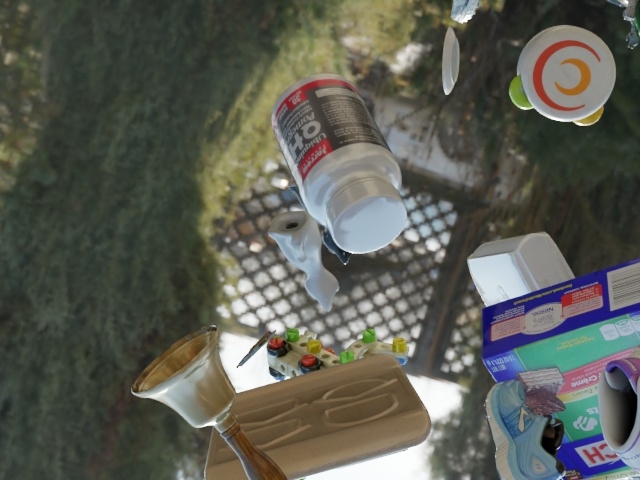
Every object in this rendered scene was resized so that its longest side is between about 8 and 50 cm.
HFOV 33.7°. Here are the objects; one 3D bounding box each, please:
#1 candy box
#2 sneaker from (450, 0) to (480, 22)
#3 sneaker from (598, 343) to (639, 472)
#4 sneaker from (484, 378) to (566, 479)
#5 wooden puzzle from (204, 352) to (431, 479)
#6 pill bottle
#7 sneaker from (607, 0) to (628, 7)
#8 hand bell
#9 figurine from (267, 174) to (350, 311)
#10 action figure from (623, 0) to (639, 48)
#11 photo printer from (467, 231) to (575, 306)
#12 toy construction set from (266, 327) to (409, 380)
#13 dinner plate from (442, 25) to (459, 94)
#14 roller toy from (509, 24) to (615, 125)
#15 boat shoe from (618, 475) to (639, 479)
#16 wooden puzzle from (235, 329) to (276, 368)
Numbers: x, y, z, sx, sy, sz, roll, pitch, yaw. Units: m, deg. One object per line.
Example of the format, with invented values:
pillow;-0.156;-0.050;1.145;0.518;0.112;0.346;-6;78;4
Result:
candy box;0.421;0.204;1.543;0.268;0.122;0.317;-21;123;26
sneaker;0.306;-0.598;2.278;0.122;0.110;0.283;15;141;4
sneaker;0.419;0.139;1.278;0.161;0.282;0.102;31;160;-35
sneaker;0.218;0.200;1.086;0.063;0.073;0.162;54;-162;-28
wooden puzzle;-0.007;0.288;1.600;0.322;0.081;0.348;-16;-169;-1
pill bottle;0.036;-0.131;1.826;0.176;0.176;0.319;18;-147;-36
sneaker;0.552;-0.476;1.875;0.121;0.111;0.300;26;-170;7
hand bell;-0.101;0.231;1.261;0.242;0.126;0.126;54;171;-12
figurine;0.000;0.000;2.010;0.092;0.215;0.209;-6;131;27
action figure;0.428;-0.289;1.383;0.063;0.232;0.137;-17;157;15
photo printer;0.432;0.112;2.224;0.256;0.107;0.307;61;167;-3
toy construction set;0.012;0.250;2.266;0.215;0.151;0.327;-25;-162;-37
dinner plate;0.273;-0.374;2.198;0.017;0.141;0.141;3;176;16
roller toy;0.512;-0.350;2.208;0.209;0.191;0.146;18;-166;0
boat shoe;0.699;0.453;2.256;0.158;0.127;0.340;33;153;-11
wooden puzzle;-0.090;0.149;1.453;0.006;0.083;0.049;45;-166;-3
